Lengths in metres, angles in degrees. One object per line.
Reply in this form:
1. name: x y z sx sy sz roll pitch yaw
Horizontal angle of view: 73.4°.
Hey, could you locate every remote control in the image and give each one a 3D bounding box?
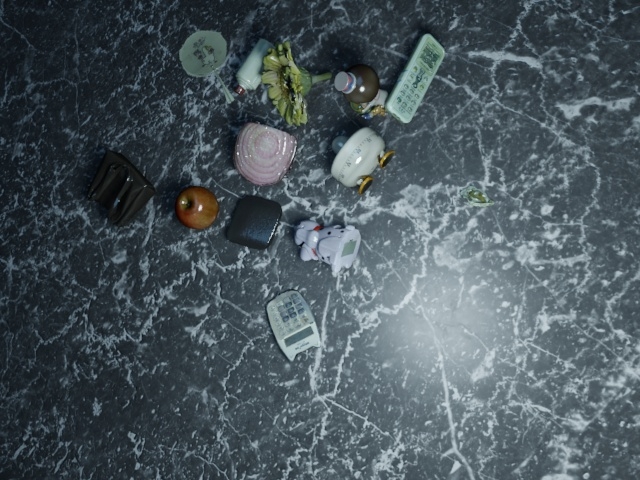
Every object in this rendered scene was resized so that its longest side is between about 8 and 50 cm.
1. remote control: 0.366 -0.629 1.676 0.128 0.065 0.335 29 88 -28

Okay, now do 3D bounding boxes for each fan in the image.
1. fan: -0.488 -0.783 1.929 0.233 0.012 0.414 -34 76 6

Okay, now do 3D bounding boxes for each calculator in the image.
1. calculator: -0.109 0.320 1.674 0.177 0.040 0.268 -27 77 7

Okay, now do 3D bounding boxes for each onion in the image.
1. onion: -0.224 -0.354 1.770 0.250 0.111 0.247 21 110 4

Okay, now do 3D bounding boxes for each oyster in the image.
1. oyster: 0.581 -0.160 1.601 0.098 0.037 0.100 -16 57 -9

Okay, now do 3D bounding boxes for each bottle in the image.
1. bottle: -0.285 -0.727 1.831 0.104 0.104 0.245 34 90 15

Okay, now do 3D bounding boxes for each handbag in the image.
1. handbag: -0.895 -0.226 1.894 0.285 0.113 0.257 41 99 14

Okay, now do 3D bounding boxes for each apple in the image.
1. apple: -0.511 -0.133 1.764 0.181 0.168 0.181 -1 87 16

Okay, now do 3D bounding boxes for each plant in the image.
1. plant: -0.088 -0.602 1.698 0.297 0.306 0.261 4 51 -14

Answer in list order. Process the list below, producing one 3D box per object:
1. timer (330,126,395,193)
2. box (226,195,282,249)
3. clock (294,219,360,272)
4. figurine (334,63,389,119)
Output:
1. timer: 0.125 -0.325 1.620 0.240 0.233 0.233 41 92 11
2. box: -0.270 -0.074 1.765 0.201 0.042 0.212 17 85 14
3. clock: 0.002 0.003 1.641 0.254 0.189 0.188 16 86 27
4. figurine: 0.153 -0.571 1.627 0.158 0.275 0.161 2 79 28
